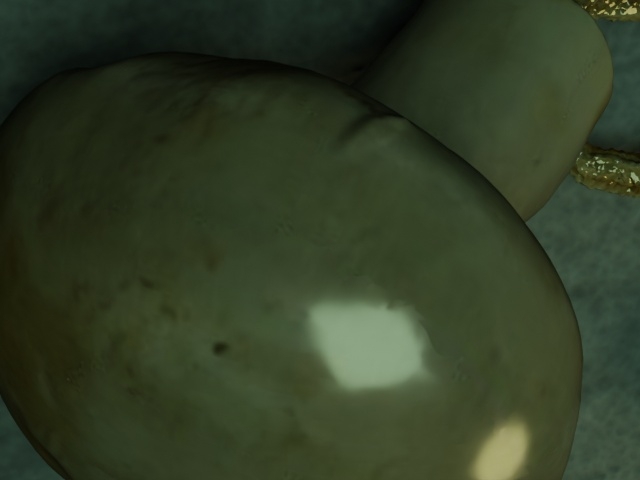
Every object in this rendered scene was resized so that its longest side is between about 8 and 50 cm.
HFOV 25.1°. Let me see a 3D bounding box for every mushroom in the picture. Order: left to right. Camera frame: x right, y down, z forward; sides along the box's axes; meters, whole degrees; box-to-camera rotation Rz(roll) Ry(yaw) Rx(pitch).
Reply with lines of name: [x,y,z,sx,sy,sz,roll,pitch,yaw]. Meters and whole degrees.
mushroom: [0.000,0.000,0.644,0.292,0.292,0.290,45,60,-24]

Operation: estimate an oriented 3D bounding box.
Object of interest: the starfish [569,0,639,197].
starfish: [0.261,-0.131,0.733,0.299,0.060,0.302,27,108,-16]
